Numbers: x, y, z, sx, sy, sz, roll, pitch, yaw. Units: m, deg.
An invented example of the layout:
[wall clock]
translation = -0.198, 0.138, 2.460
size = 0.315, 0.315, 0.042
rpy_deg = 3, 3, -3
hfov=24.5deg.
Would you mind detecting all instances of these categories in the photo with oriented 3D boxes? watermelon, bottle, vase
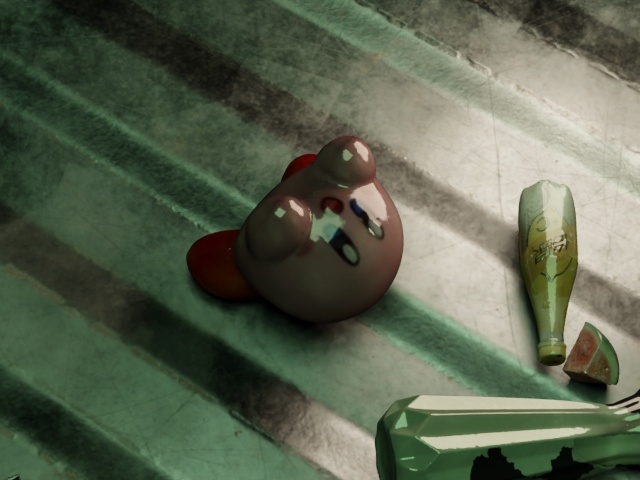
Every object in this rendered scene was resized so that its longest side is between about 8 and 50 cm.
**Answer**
[watermelon]
translation = 0.363, 0.155, 1.977
size = 0.072, 0.084, 0.092
rpy_deg = -15, 81, -22
[bottle]
translation = 0.316, 0.046, 2.041
size = 0.083, 0.083, 0.270
rpy_deg = 5, 61, -1
[vase]
translation = 0.256, 0.264, 1.879
size = 0.360, 0.165, 0.165
rpy_deg = -5, 60, -12

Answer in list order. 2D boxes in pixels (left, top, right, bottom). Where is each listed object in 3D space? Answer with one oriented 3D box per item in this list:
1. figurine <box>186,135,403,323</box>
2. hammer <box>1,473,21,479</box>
[figurine]
translation = 0.000, 0.005, 1.988
size = 0.269, 0.261, 0.211
rpy_deg = -42, 98, -25
[hammer]
translation = -0.316, 0.366, 1.849
size = 0.246, 0.029, 0.103
rpy_deg = 14, 61, 3
